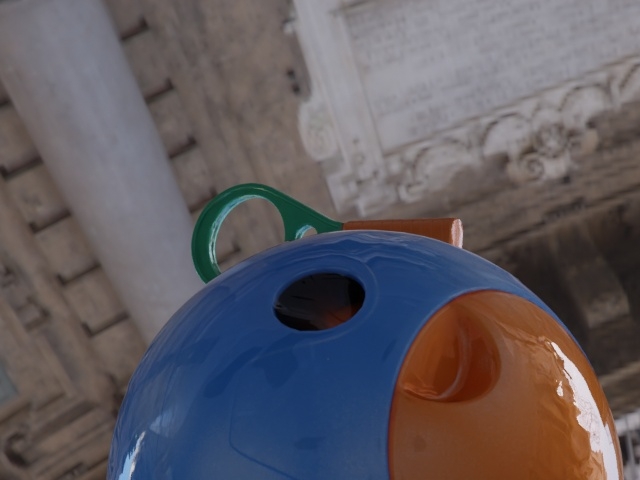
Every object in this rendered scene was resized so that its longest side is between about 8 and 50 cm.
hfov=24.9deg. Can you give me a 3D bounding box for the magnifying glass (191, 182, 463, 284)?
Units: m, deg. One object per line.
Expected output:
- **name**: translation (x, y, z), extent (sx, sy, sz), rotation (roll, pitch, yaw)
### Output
- **magnifying glass**: translation (0.000, 0.000, 1.102), extent (0.231, 0.026, 0.092), rotation (-2, -102, 33)

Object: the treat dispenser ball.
- **treat dispenser ball**: translation (0.024, 0.138, 0.810), extent (0.288, 0.288, 0.288), rotation (-10, -135, 10)
